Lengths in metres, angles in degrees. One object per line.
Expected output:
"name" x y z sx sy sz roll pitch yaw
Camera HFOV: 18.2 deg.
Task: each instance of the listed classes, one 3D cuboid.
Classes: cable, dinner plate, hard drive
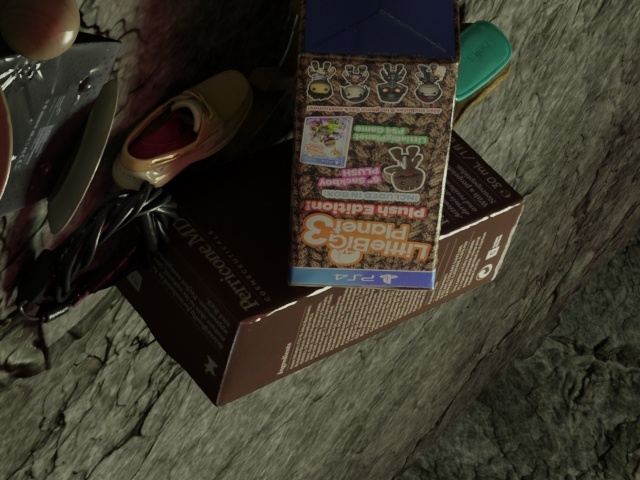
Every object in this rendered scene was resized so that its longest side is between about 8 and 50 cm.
"cable" -0.193 0.010 1.845 0.150 0.047 0.184 -13 153 -47
"dinner plate" -0.205 -0.073 1.677 0.141 0.017 0.141 -57 -161 33
"hard drive" -0.264 -0.086 1.530 0.172 0.054 0.254 -61 163 23

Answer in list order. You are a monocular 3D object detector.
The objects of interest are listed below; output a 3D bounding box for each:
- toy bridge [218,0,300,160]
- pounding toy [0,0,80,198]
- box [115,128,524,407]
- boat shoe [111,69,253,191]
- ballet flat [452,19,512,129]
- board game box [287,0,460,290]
"toy bridge" -0.048 -0.162 2.015 0.188 0.026 0.063 -61 163 19
"pounding toy" -0.279 -0.098 1.330 0.237 0.183 0.110 -60 -172 8
"box" 0.000 0.000 2.038 0.381 0.191 0.143 -24 148 -32
"boat shoe" -0.123 -0.108 1.856 0.170 0.063 0.059 -44 167 -28
"ballet flat" 0.102 -0.155 2.342 0.124 0.116 0.342 -43 179 44
"board game box" 0.046 -0.135 1.867 0.291 0.141 0.232 93 -1 -46
